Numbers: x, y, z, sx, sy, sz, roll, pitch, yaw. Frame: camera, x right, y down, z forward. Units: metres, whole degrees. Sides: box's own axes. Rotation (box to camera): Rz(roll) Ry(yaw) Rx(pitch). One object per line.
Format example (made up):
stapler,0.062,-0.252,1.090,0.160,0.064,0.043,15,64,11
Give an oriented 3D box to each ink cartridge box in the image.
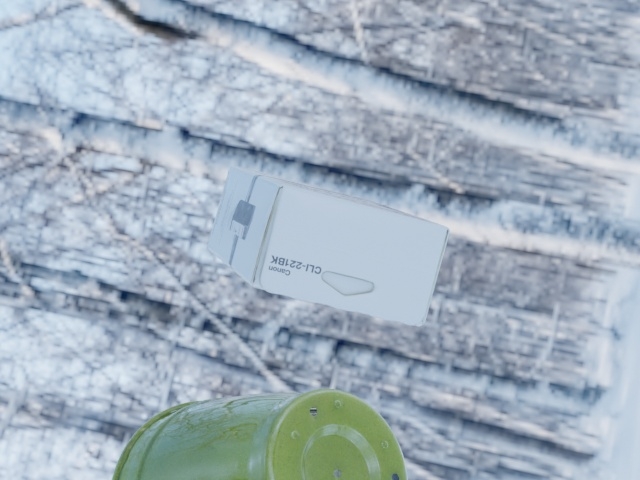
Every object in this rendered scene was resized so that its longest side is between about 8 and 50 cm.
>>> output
ink cartridge box,0.000,0.000,1.361,0.273,0.197,0.114,-150,75,-73

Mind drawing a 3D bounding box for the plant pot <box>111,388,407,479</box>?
plant pot,-0.069,0.371,1.764,0.353,0.366,0.366,-32,31,49
